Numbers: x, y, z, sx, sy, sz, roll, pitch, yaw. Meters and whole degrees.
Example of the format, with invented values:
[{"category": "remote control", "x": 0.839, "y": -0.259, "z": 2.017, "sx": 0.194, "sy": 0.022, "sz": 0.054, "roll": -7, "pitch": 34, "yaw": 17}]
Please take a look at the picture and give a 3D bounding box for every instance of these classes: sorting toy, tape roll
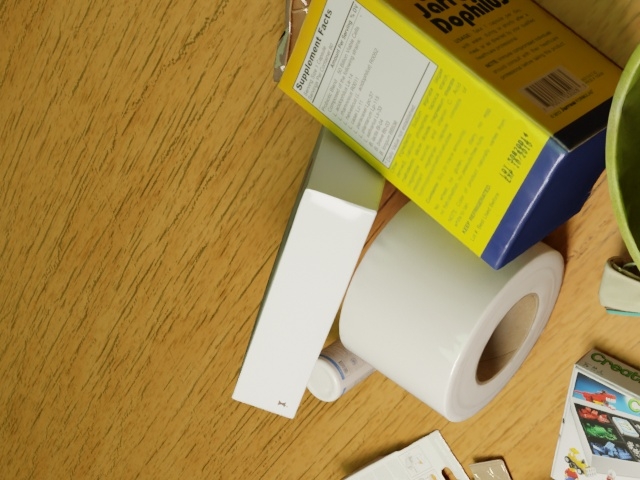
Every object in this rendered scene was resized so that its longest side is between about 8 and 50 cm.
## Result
[{"category": "sorting toy", "x": 0.233, "y": 0.337, "z": 1.927, "sx": 0.083, "sy": 0.012, "sz": 0.062, "roll": -17, "pitch": 104, "yaw": 39}, {"category": "tape roll", "x": 0.163, "y": 0.077, "z": 1.681, "sx": 0.169, "sy": 0.246, "sz": 0.246, "roll": 33, "pitch": 132, "yaw": 27}]

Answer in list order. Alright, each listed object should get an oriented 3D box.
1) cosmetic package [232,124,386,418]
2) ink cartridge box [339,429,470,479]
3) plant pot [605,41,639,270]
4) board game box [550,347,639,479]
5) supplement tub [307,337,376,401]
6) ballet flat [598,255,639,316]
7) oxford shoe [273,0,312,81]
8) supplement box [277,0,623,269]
[{"category": "cosmetic package", "x": 0.000, "y": 0.000, "z": 1.759, "sx": 0.097, "sy": 0.284, "sz": 0.377, "roll": 18, "pitch": 130, "yaw": -4}, {"category": "ink cartridge box", "x": 0.146, "y": 0.394, "z": 2.034, "sx": 0.224, "sy": 0.056, "sz": 0.181, "roll": -35, "pitch": 87, "yaw": 29}, {"category": "plant pot", "x": 0.495, "y": -0.103, "z": 1.185, "sx": 0.366, "sy": 0.353, "sz": 0.366, "roll": 21, "pitch": 125, "yaw": 34}, {"category": "board game box", "x": 0.437, "y": 0.282, "z": 1.677, "sx": 0.305, "sy": 0.053, "sz": 0.193, "roll": 27, "pitch": 130, "yaw": 30}, {"category": "supplement tub", "x": 0.032, "y": 0.178, "z": 1.962, "sx": 0.071, "sy": 0.107, "sz": 0.071, "roll": 21, "pitch": 125, "yaw": 34}, {"category": "ballet flat", "x": 0.427, "y": 0.062, "z": 1.551, "sx": 0.248, "sy": 0.086, "sz": 0.086, "roll": 11, "pitch": 119, "yaw": 41}, {"category": "oxford shoe", "x": -0.010, "y": -0.301, "z": 1.778, "sx": 0.076, "sy": 0.076, "sz": 0.212, "roll": 11, "pitch": 122, "yaw": 4}, {"category": "supplement box", "x": 0.160, "y": -0.175, "z": 1.579, "sx": 0.356, "sy": 0.195, "sz": 0.194, "roll": 42, "pitch": 135, "yaw": 17}]
